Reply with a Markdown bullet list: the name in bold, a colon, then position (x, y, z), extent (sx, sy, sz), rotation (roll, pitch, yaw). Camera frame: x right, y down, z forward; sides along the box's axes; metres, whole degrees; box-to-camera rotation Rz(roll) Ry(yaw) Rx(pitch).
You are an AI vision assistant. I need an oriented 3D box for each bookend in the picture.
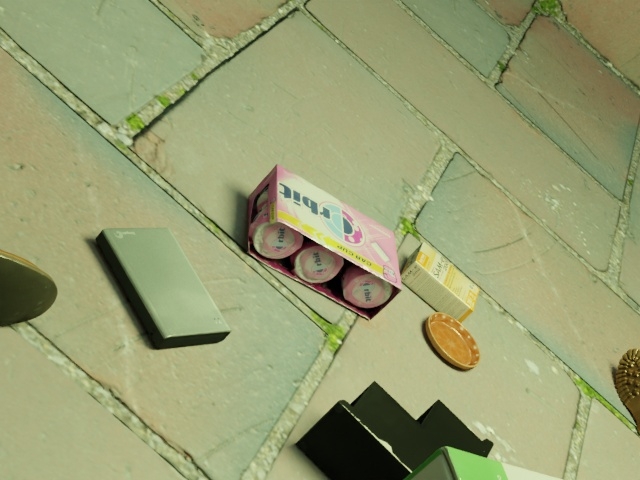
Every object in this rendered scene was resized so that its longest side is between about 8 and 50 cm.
- **bookend**: position (0.079, 0.206, 1.275), extent (0.157, 0.072, 0.156), rotation (44, 28, 3)

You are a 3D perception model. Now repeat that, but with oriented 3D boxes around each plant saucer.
- **plant saucer**: position (0.161, 0.125, 1.547), extent (0.083, 0.013, 0.083), rotation (30, 32, -21)

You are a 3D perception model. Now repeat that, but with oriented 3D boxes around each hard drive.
- **hard drive**: position (-0.156, 0.045, 1.249), extent (0.094, 0.022, 0.135), rotation (-2, 51, -52)

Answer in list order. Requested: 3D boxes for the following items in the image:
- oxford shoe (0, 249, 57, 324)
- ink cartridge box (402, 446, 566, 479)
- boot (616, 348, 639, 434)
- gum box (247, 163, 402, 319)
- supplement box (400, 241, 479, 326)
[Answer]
- **oxford shoe**: position (-0.316, 0.014, 1.044), extent (0.212, 0.076, 0.076), rotation (20, 26, -37)
- **ink cartridge box**: position (0.157, 0.308, 1.092), extent (0.289, 0.211, 0.122), rotation (20, 35, -35)
- **boot**: position (0.466, 0.226, 1.754), extent (0.084, 0.059, 0.158), rotation (20, 44, -41)
- **gum box**: position (0.000, 0.000, 1.461), extent (0.188, 0.062, 0.107), rotation (30, 31, -23)
- **supplement box**: position (0.152, 0.055, 1.604), extent (0.098, 0.036, 0.062), rotation (40, 28, -6)
